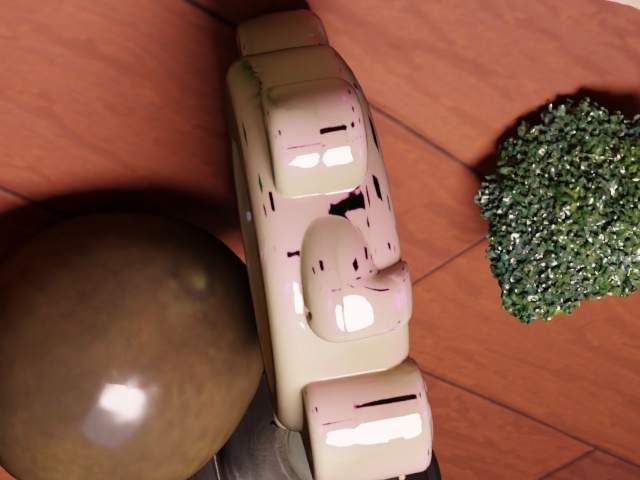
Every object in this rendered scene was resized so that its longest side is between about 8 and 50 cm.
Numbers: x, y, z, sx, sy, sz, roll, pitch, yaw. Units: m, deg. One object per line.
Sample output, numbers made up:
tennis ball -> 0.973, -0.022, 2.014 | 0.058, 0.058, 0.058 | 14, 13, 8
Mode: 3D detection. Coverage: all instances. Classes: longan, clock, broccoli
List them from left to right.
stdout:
longan -> -0.174, 0.095, 1.550 | 0.258, 0.258, 0.258 | -10, 147, -7
clock -> 0.000, 0.000, 1.388 | 0.114, 0.284, 0.309 | -9, 115, -3
broccoli -> 0.239, -0.019, 1.639 | 0.194, 0.194, 0.219 | 24, 107, -44

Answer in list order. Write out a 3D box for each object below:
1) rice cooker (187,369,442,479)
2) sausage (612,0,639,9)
rice cooker -> -0.032, 0.262, 1.838 | 0.316, 0.264, 0.316 | -44, 172, -8
sausage -> 0.220, -0.309, 1.083 | 0.233, 0.233, 0.287 | -11, 146, -7
